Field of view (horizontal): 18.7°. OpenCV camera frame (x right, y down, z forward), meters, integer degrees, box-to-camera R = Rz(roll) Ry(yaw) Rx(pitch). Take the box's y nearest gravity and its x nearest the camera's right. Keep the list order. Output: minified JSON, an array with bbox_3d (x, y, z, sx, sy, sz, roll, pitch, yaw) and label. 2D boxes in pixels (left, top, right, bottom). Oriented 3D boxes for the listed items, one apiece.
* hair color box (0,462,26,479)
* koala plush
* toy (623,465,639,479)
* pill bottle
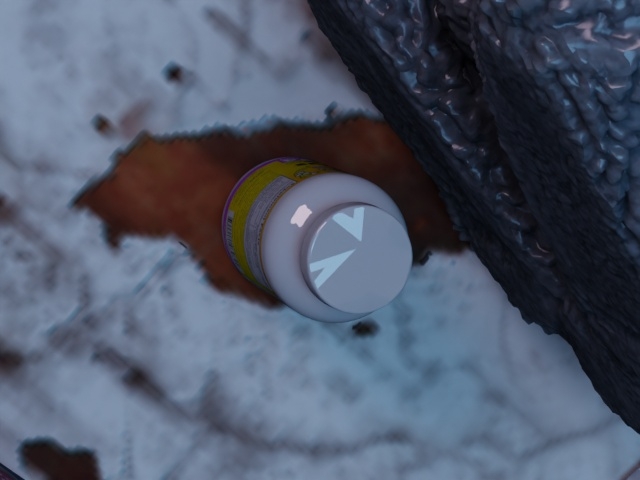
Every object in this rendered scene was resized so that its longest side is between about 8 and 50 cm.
[{"bbox_3d":[-0.240,0.170,0.515,0.174,0.105,0.347,38,87,-17],"label":"hair color box"},{"bbox_3d":[0.143,-0.066,0.558,0.221,0.196,0.203,-37,117,-9],"label":"koala plush"},{"bbox_3d":[0.207,0.077,0.634,0.237,0.137,0.056,-43,140,-5],"label":"toy"},{"bbox_3d":[0.000,0.000,0.570,0.043,0.083,0.043,-2,98,-16],"label":"pill bottle"}]
